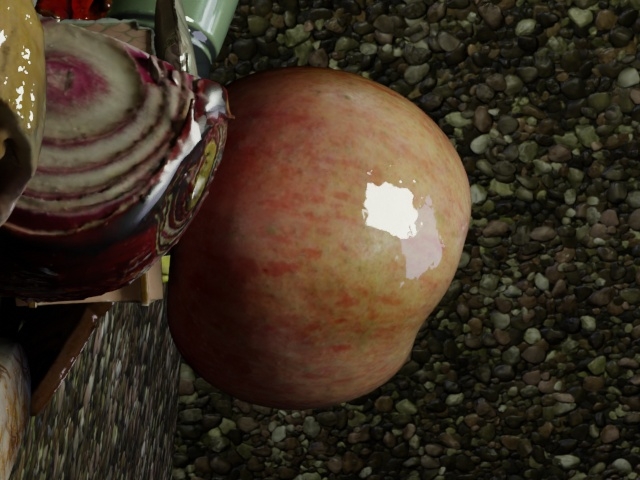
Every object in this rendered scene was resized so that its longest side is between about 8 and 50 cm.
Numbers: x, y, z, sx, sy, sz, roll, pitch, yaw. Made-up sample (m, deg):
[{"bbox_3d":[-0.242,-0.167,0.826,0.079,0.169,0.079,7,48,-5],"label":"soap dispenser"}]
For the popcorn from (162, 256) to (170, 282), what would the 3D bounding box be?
[{"bbox_3d":[-0.227,-0.018,2.195,0.195,0.168,0.173,-18,136,-47],"label":"popcorn"}]

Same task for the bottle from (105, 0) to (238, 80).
[{"bbox_3d":[-0.179,-0.284,2.308,0.168,0.168,0.347,95,7,-69],"label":"bottle"}]

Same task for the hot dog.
[{"bbox_3d":[-0.295,0.153,1.677,0.252,0.069,0.131,-90,178,-74],"label":"hot dog"}]

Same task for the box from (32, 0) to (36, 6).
[{"bbox_3d":[-0.263,-0.253,1.790,0.046,0.012,0.083,98,-2,-61],"label":"box"}]

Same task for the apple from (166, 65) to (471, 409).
[{"bbox_3d":[0.000,0.000,1.758,0.345,0.269,0.344,-175,-90,-86],"label":"apple"}]

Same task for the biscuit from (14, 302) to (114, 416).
[{"bbox_3d":[-0.256,0.068,1.963,0.183,0.043,0.280,-35,-158,40],"label":"biscuit"}]

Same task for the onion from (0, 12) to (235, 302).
[{"bbox_3d":[-0.201,-0.045,1.505,0.206,0.216,0.207,100,14,-68],"label":"onion"}]

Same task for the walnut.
[{"bbox_3d":[-0.233,-0.100,1.177,0.204,0.141,0.238,-89,-172,-57],"label":"walnut"}]

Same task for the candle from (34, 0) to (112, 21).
[{"bbox_3d":[-0.235,-0.277,1.917,0.084,0.059,0.301,55,24,-35],"label":"candle"}]

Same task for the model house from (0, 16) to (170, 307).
[{"bbox_3d":[-0.222,-0.078,1.751,0.326,0.169,0.244,-109,-162,-82],"label":"model house"}]

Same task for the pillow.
[{"bbox_3d":[-0.141,-0.181,1.878,0.232,0.038,0.130,-104,-168,-55],"label":"pillow"}]
